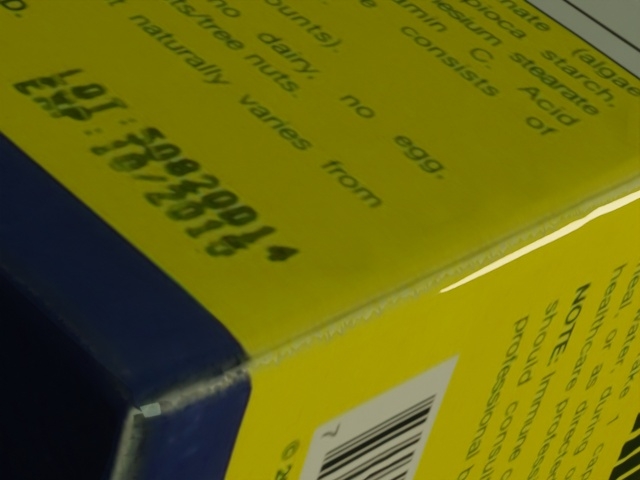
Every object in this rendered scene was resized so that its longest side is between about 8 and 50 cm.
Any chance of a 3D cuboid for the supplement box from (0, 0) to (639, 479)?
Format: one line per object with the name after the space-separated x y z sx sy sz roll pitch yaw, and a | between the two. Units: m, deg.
0.000 0.000 0.512 0.356 0.194 0.195 -23 141 -43 | supplement box
